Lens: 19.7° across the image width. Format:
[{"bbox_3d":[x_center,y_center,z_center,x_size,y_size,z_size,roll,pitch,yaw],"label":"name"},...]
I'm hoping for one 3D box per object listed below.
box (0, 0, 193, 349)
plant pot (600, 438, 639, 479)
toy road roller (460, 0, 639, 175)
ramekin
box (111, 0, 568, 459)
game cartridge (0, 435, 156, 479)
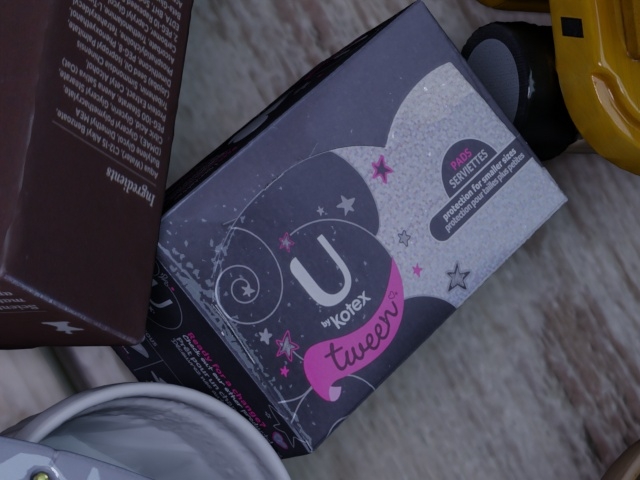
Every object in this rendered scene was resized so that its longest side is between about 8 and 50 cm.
[{"bbox_3d":[-0.181,-0.139,1.002,0.143,0.191,0.381,33,59,-59],"label":"box"},{"bbox_3d":[0.246,0.236,1.201,0.237,0.110,0.237,6,77,-25],"label":"plant pot"},{"bbox_3d":[0.223,-0.203,1.212,0.203,0.240,0.329,0,79,-27],"label":"toy road roller"},{"bbox_3d":[-0.119,0.183,1.014,0.207,0.109,0.207,6,80,-35],"label":"ramekin"},{"bbox_3d":[0.000,0.000,1.110,0.247,0.142,0.163,-42,98,-28],"label":"box"},{"bbox_3d":[-0.093,0.219,0.891,0.294,0.060,0.196,29,72,-7],"label":"game cartridge"}]
